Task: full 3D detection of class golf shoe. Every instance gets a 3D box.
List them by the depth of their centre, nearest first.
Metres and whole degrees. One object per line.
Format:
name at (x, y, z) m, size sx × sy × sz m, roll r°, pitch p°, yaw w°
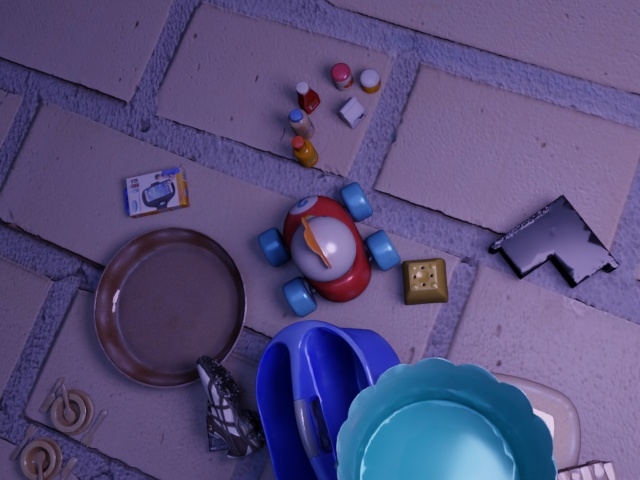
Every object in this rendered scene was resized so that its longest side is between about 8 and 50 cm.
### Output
golf shoe at (-0.181, 0.304, 1.311) m, size 0.094 × 0.077 × 0.198 m, roll -35°, pitch 83°, yaw 12°

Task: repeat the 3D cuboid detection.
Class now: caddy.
caddy at (0.021, 0.299, 1.209) m, size 0.241 × 0.179 × 0.341 m, roll -26°, pitch 73°, yaw 32°

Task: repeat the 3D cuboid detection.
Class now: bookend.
bookend at (0.408, 0.031, 1.283) m, size 0.156 × 0.072 × 0.157 m, roll -36°, pitch 75°, yaw 3°

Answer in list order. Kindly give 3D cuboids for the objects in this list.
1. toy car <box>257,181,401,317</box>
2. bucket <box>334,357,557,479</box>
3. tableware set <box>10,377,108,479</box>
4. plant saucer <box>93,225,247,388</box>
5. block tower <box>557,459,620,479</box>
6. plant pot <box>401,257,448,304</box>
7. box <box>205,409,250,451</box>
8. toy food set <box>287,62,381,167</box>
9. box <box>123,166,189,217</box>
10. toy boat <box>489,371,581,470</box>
toy car at (0.000, 0.000, 1.281) m, size 0.219 × 0.238 × 0.210 m, roll -29°, pitch 75°, yaw 4°
bucket at (0.163, 0.312, 0.982) m, size 0.281 × 0.183 × 0.281 m, roll -3°, pitch 63°, yaw 6°
tableware set at (-0.514, 0.378, 1.405) m, size 0.128 × 0.039 × 0.194 m, roll 30°, pitch 86°, yaw 15°
plant saucer at (-0.287, 0.129, 1.408) m, size 0.310 × 0.050 × 0.311 m, roll -2°, pitch 78°, yaw 10°
block tower at (0.289, 0.407, 1.079) m, size 0.335 × 0.091 × 0.097 m, roll -12°, pitch 72°, yaw 0°
plant pot at (0.186, 0.070, 1.312) m, size 0.081 × 0.083 × 0.081 m, roll -5°, pitch 78°, yaw 10°
box at (-0.169, 0.354, 1.355) m, size 0.083 × 0.018 × 0.067 m, roll -11°, pitch 77°, yaw 8°
toy food set at (0.013, -0.262, 1.400) m, size 0.111 × 0.104 × 0.232 m, roll 44°, pitch 89°, yaw 15°
box at (-0.337, -0.095, 1.474) m, size 0.136 × 0.028 × 0.081 m, roll -12°, pitch 77°, yaw 6°
toy boat at (0.284, 0.382, 1.213) m, size 0.267 × 0.148 × 0.318 m, roll 11°, pitch 73°, yaw 8°
